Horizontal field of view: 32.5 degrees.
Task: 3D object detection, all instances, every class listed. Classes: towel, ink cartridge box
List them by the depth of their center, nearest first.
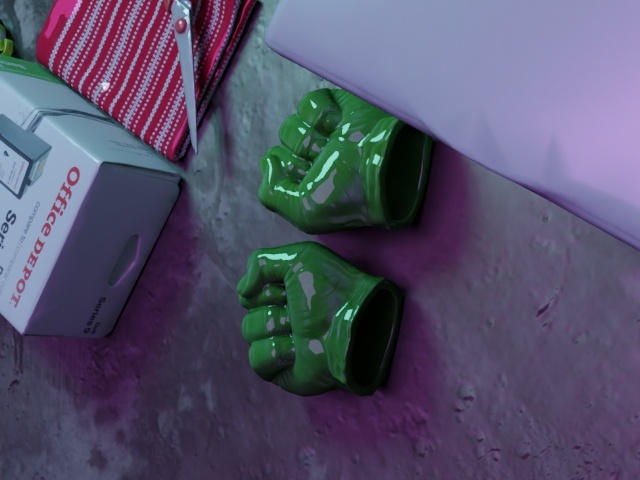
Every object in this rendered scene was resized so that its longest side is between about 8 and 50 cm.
[{"bbox_3d":[-0.203,-0.231,1.201,0.275,0.031,0.198,36,106,34],"label":"towel"},{"bbox_3d":[-0.316,-0.054,1.204,0.289,0.121,0.211,35,106,33],"label":"ink cartridge box"}]

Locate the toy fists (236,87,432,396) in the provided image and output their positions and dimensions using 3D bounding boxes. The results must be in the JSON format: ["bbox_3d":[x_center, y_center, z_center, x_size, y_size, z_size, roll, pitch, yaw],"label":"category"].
[{"bbox_3d":[0.000,0.000,0.982,0.142,0.096,0.279,11,92,38],"label":"toy fists"}]

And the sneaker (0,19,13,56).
[{"bbox_3d":[-0.465,-0.185,1.355,0.235,0.084,0.097,-39,65,26],"label":"sneaker"}]

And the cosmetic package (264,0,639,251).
[{"bbox_3d":[0.254,-0.154,0.627,0.329,0.394,0.327,34,104,33],"label":"cosmetic package"}]

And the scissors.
[{"bbox_3d":[-0.136,-0.239,1.120,0.109,0.021,0.297,-30,67,28],"label":"scissors"}]
